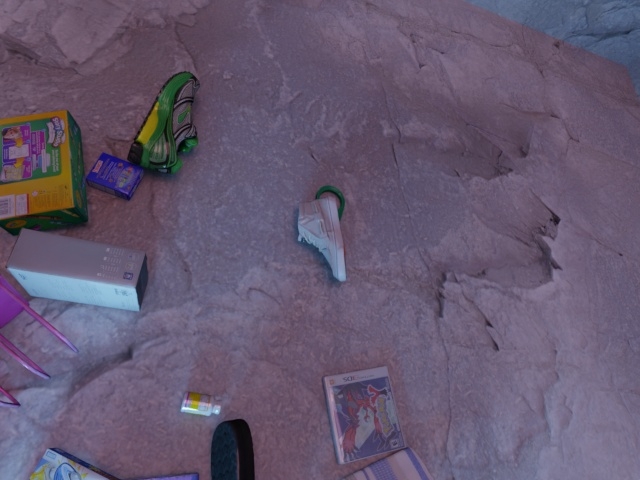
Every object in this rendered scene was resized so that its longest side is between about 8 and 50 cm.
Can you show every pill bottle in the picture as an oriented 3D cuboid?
[{"bbox_3d":[-0.264,0.363,0.920,0.083,0.043,0.043,16,61,-14],"label":"pill bottle"}]

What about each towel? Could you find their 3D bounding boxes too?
[{"bbox_3d":[0.151,0.599,0.918,0.285,0.034,0.209,-10,40,-26],"label":"towel"}]

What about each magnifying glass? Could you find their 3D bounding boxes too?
[{"bbox_3d":[0.041,-0.063,1.252,0.092,0.026,0.231,-1,65,-21],"label":"magnifying glass"}]

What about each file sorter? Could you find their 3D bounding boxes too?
[{"bbox_3d":[-0.628,0.241,0.748,0.182,0.202,0.291,41,59,0],"label":"file sorter"}]

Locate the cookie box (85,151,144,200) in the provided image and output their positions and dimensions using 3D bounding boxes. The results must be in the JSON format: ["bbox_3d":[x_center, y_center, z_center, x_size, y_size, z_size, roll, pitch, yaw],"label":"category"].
[{"bbox_3d":[-0.528,-0.166,1.072,0.107,0.040,0.092,22,62,-10],"label":"cookie box"}]

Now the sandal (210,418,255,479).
[{"bbox_3d":[-0.136,0.585,0.803,0.107,0.167,0.446,12,61,-35],"label":"sandal"}]

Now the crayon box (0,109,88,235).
[{"bbox_3d":[-0.658,-0.165,0.978,0.165,0.081,0.278,-12,69,-11],"label":"crayon box"}]

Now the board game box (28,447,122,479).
[{"bbox_3d":[-0.446,0.488,0.754,0.201,0.035,0.136,20,67,8],"label":"board game box"}]

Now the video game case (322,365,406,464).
[{"bbox_3d":[0.109,0.431,1.042,0.183,0.023,0.201,-3,67,-22],"label":"video game case"}]

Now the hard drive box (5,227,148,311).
[{"bbox_3d":[-0.501,0.072,0.889,0.232,0.181,0.089,12,62,-16],"label":"hard drive box"}]

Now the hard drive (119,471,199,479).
[{"bbox_3d":[-0.344,0.621,0.768,0.210,0.040,0.319,5,65,-18],"label":"hard drive"}]

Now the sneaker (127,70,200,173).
[{"bbox_3d":[-0.407,-0.326,1.162,0.146,0.134,0.344,27,60,-26],"label":"sneaker"}]

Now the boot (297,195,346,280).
[{"bbox_3d":[0.000,0.000,1.169,0.123,0.095,0.258,-9,63,2],"label":"boot"}]
